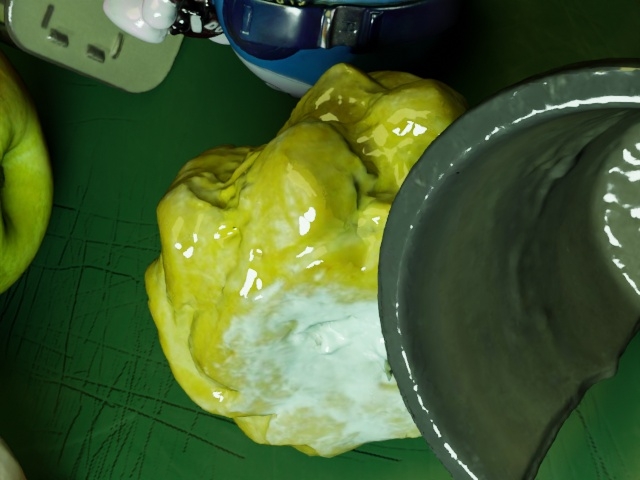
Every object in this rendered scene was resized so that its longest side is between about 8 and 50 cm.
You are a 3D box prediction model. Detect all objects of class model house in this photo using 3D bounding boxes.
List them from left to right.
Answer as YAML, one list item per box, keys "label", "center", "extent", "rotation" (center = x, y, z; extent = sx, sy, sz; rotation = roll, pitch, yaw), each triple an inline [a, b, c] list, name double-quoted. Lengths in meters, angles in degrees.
- label: "model house"
  center: [-0.285, -0.296, 1.555]
  extent: [0.278, 0.218, 0.205]
  rotation: [25, 93, 39]

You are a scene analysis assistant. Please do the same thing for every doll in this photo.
- label: "doll"
  center: [-0.018, -0.245, 1.391]
  extent: [0.310, 0.284, 0.240]
  rotation: [24, 122, 26]

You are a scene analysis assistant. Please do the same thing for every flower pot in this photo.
- label: "flower pot"
  center: [0.258, 0.017, 1.058]
  extent: [0.379, 0.251, 0.379]
  rotation: [13, 118, 26]

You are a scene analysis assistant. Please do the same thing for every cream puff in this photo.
- label: "cream puff"
  center: [-0.005, 0.005, 1.259]
  extent: [0.274, 0.323, 0.270]
  rotation: [0, 42, 2]

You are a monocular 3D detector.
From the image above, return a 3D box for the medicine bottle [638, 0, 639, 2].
- label: "medicine bottle"
  center: [0.445, -0.263, 1.194]
  extent: [0.384, 0.224, 0.224]
  rotation: [15, 75, 29]

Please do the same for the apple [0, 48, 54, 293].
- label: "apple"
  center: [-0.420, -0.074, 1.440]
  extent: [0.339, 0.339, 0.340]
  rotation: [-9, 65, 21]

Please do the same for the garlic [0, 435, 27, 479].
- label: "garlic"
  center: [-0.342, 0.237, 1.288]
  extent: [0.249, 0.313, 0.286]
  rotation: [-45, 55, -1]
